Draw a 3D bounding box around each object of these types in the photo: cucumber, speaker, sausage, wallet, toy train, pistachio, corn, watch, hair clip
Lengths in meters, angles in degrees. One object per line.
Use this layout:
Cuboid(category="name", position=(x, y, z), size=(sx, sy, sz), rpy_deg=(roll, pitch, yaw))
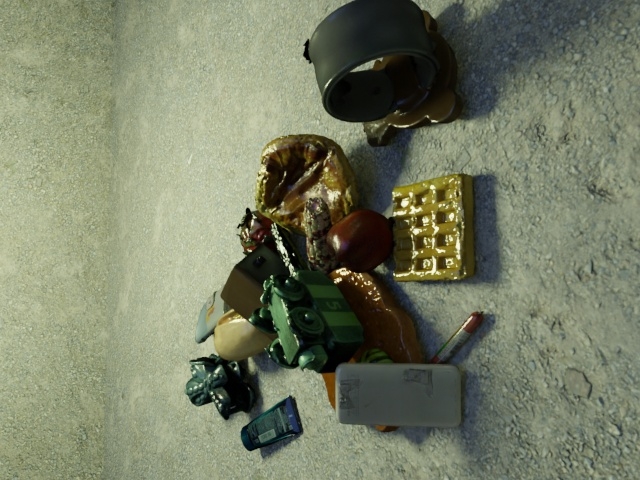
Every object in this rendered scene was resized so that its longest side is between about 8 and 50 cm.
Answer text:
Cuboid(category="cucumber", position=(-0.095, 0.046, 1.622), size=(0.062, 0.078, 0.211), rpy_deg=(-38, 59, 7))
Cuboid(category="speaker", position=(-0.153, 0.157, 1.657), size=(0.231, 0.153, 0.192), rpy_deg=(39, 134, 7))
Cuboid(category="sausage", position=(0.305, 0.238, 1.266), size=(0.223, 0.029, 0.029), rpy_deg=(-58, 46, 29))
Cuboid(category="wallet", position=(-0.400, 0.279, 2.106), size=(0.231, 0.069, 0.170), rpy_deg=(-42, 37, 36))
Cuboid(category="toy train", position=(-0.037, 0.209, 1.423), size=(0.167, 0.238, 0.299), rpy_deg=(-58, 44, 29))
Cuboid(category="pistachio", position=(-0.241, 0.303, 1.839), size=(0.299, 0.187, 0.187), rpy_deg=(-30, 63, 40))
Cuboid(category="corn", position=(0.000, 0.000, 1.530), size=(0.092, 0.092, 0.280), rpy_deg=(54, 163, 39))
Cuboid(category="watch", position=(0.126, -0.398, 1.320), size=(0.335, 0.327, 0.314), rpy_deg=(-32, 62, 46))
Cuboid(category="hair clip", position=(-0.358, 0.500, 1.959), size=(0.310, 0.194, 0.206), rpy_deg=(0, 98, 49))

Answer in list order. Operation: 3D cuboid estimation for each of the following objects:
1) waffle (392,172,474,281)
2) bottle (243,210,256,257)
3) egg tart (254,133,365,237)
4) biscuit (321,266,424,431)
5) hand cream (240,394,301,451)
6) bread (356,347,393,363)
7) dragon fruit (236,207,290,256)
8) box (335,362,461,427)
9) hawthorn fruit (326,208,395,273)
Cuboid(category="waffle", position=(0.267, -0.025, 1.322), size=(0.221, 0.055, 0.248), rpy_deg=(-7, 80, 51))
Cuboid(category="bottle", position=(-0.221, 0.043, 1.897), size=(0.082, 0.082, 0.286), rpy_deg=(-18, 72, 49))
Cuboid(category="egg tart", position=(-0.022, -0.158, 1.587), size=(0.339, 0.153, 0.351), rpy_deg=(20, 131, 20))
Cuboid(category="biscuit", position=(0.112, 0.280, 1.467), size=(0.350, 0.078, 0.455), rpy_deg=(-49, 50, 40))
Cuboid(category="hand cream", position=(-0.163, 0.605, 1.791), size=(0.270, 0.061, 0.120), rpy_deg=(-39, 58, 36))
Cuboid(category="bread", position=(0.127, 0.336, 1.342), size=(0.130, 0.071, 0.139), rpy_deg=(49, 122, 47))
Cuboid(category="dragon fruit", position=(-0.180, -0.011, 1.780), size=(0.182, 0.188, 0.182), rpy_deg=(-33, 24, 17))
Cuboid(category="box", position=(0.176, 0.354, 1.264), size=(0.285, 0.044, 0.142), rpy_deg=(0, 89, 7))
Cuboid(category="hawthorn fruit", position=(0.111, -0.009, 1.432), size=(0.188, 0.169, 0.169), rpy_deg=(-44, 44, -7))
